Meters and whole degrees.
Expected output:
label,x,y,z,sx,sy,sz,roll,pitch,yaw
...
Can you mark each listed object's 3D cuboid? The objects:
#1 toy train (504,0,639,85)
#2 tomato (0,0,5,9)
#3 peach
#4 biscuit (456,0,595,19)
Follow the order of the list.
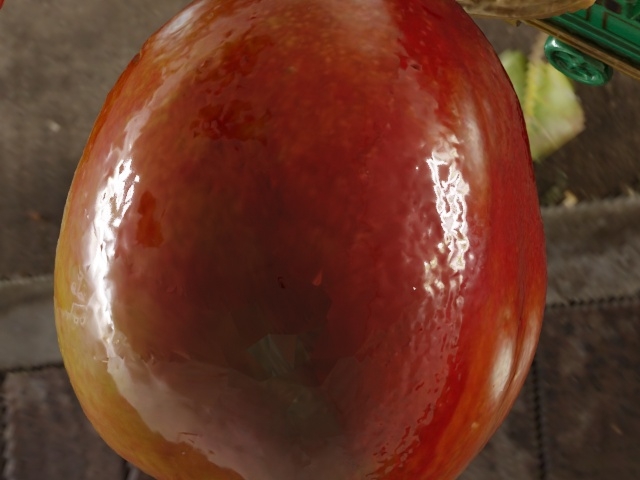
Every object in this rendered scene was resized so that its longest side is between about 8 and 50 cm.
label,x,y,z,sx,sy,sz,roll,pitch,yaw
toy train,0.363,-0.241,1.943,0.429,0.249,0.178,28,81,12
tomato,-0.415,-0.309,1.722,0.290,0.293,0.325,-46,32,9
peach,0.000,0.000,0.937,0.248,0.245,0.275,3,104,-18
biscuit,0.100,-0.226,1.417,0.250,0.035,0.162,29,88,30
